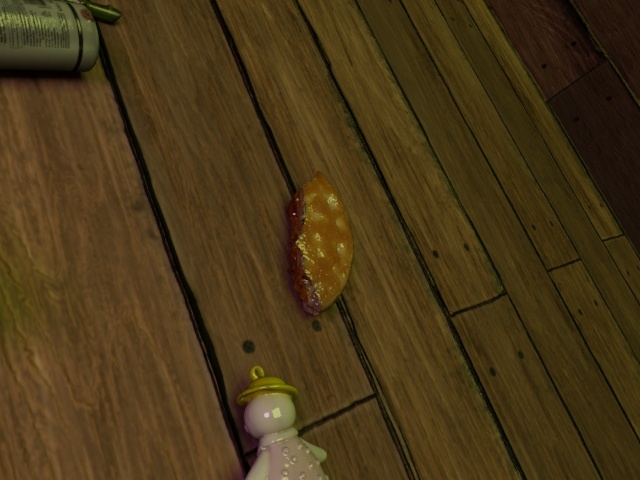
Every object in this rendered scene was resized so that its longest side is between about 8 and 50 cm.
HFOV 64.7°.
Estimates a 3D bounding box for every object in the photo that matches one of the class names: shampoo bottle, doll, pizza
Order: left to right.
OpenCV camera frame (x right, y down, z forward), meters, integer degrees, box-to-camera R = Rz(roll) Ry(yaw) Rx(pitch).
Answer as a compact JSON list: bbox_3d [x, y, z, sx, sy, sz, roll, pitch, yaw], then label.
[{"bbox_3d":[-0.398,-0.240,0.578,0.262,0.085,0.085,-18,76,-46],"label":"shampoo bottle"},{"bbox_3d":[-0.045,0.243,0.577,0.129,0.081,0.207,4,59,-49],"label":"doll"},{"bbox_3d":[-0.003,0.001,0.790,0.127,0.058,0.246,10,59,-39],"label":"pizza"}]

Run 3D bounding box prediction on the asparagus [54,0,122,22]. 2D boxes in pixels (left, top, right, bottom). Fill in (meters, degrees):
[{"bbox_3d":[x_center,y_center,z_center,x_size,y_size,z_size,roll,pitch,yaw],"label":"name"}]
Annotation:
[{"bbox_3d":[-0.348,-0.344,0.738,0.108,0.021,0.025,5,57,-39],"label":"asparagus"}]
